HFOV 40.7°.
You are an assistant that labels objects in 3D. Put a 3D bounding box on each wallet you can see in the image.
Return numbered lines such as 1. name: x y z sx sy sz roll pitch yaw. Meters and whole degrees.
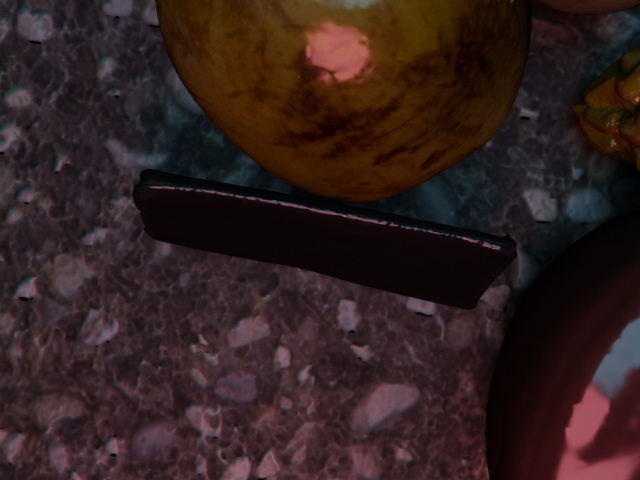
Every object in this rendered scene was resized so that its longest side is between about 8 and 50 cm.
1. wallet: 0.000 0.001 0.677 0.286 0.146 0.030 11 73 -1

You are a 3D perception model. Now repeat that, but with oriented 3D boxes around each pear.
1. pear: 0.024 -0.163 0.609 0.284 0.283 0.283 0 91 -1

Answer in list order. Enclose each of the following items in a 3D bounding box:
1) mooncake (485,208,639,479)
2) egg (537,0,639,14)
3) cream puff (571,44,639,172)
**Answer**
1. mooncake: 0.283 0.147 0.650 0.326 0.174 0.333 -36 98 6
2. egg: 0.218 -0.283 0.658 0.177 0.177 0.228 17 72 -1
3. cream puff: 0.284 -0.090 0.696 0.146 0.146 0.116 50 129 -2
